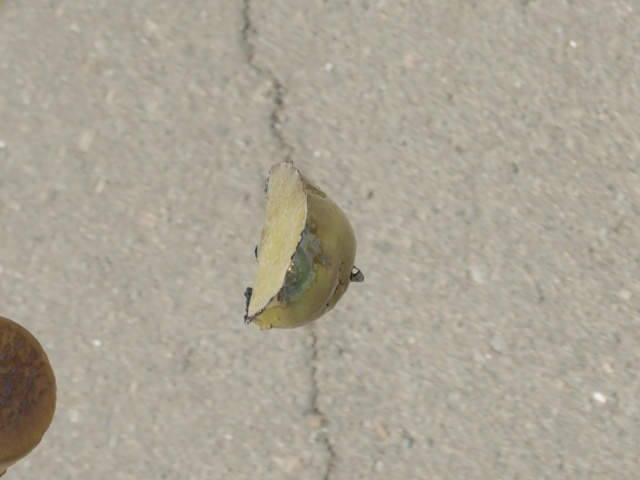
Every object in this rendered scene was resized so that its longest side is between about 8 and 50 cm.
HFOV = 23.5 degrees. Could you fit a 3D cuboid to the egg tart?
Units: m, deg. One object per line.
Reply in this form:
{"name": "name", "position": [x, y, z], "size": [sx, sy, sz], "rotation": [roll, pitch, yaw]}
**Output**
{"name": "egg tart", "position": [-0.369, 0.161, 1.581], "size": [0.171, 0.215, 0.215], "rotation": [-15, 64, 50]}

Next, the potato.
{"name": "potato", "position": [0.000, 0.000, 1.348], "size": [0.100, 0.089, 0.172], "rotation": [-44, 29, 46]}
